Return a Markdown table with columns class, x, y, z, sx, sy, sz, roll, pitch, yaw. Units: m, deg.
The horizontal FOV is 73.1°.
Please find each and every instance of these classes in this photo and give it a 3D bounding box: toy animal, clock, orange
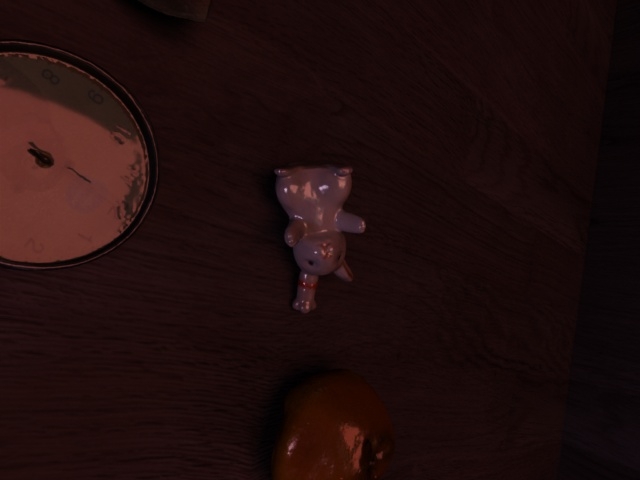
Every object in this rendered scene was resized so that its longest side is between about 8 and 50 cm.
| class | x | y | z | sx | sy | sz | roll | pitch | yaw |
| --- | --- | --- | --- | --- | --- | --- | --- | --- | --- |
| toy animal | 0.001 | -0.006 | 0.761 | 0.140 | 0.138 | 0.283 | -8 | 93 | -9 |
| clock | -0.334 | -0.097 | 0.525 | 0.280 | 0.055 | 0.281 | -2 | 93 | -40 |
| orange | 0.022 | 0.365 | 0.769 | 0.249 | 0.183 | 0.249 | -2 | 92 | -43 |

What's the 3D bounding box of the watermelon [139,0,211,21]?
| class | x | y | z | sx | sy | sz | roll | pitch | yaw |
| --- | --- | --- | --- | --- | --- | --- | --- | --- | --- |
| watermelon | -0.204 | -0.453 | 0.529 | 0.148 | 0.226 | 0.318 | -81 | 149 | -42 |
